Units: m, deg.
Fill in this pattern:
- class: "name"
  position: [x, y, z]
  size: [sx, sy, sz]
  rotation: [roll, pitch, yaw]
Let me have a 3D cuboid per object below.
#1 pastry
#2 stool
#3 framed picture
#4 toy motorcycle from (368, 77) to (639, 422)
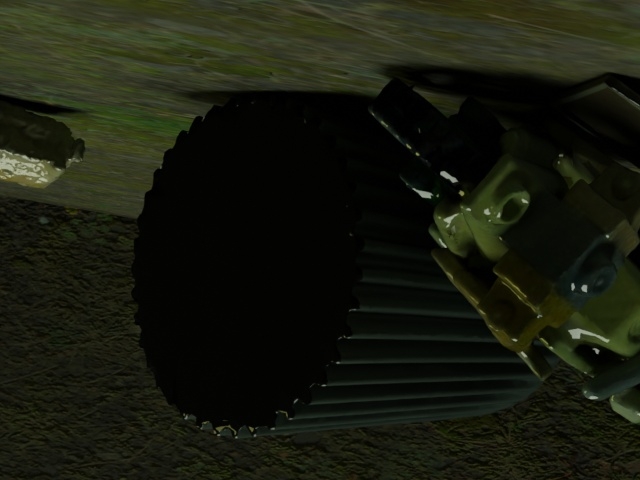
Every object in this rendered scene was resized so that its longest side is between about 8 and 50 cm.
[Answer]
- class: "pastry"
  position: [-0.389, -0.111, 1.663]
  size: [0.258, 0.089, 0.121]
  rotation: [12, 152, -21]
- class: "stool"
  position: [0.045, 0.034, 1.426]
  size: [0.330, 0.297, 0.297]
  rotation: [8, 179, -44]
- class: "framed picture"
  position: [0.233, -0.061, 1.059]
  size: [0.149, 0.011, 0.109]
  rotation: [34, 173, -9]
- class: "toy motorcycle"
  position: [0.190, 0.017, 1.201]
  size: [0.237, 0.169, 0.410]
  rotation: [44, -174, 40]
